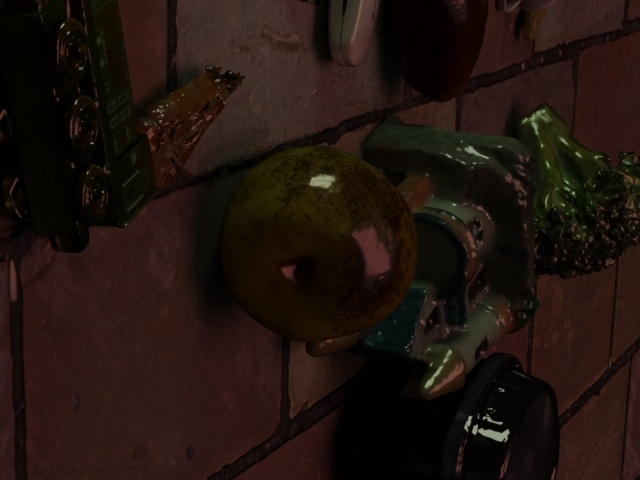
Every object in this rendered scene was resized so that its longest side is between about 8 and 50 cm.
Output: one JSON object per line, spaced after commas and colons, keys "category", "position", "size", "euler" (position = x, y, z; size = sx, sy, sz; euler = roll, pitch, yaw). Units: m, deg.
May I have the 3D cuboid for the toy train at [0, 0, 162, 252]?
{"category": "toy train", "position": [-0.198, -0.107, 1.251], "size": [0.137, 0.090, 0.225], "euler": [-53, 143, -56]}

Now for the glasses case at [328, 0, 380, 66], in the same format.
{"category": "glasses case", "position": [0.040, -0.286, 1.714], "size": [0.076, 0.049, 0.197], "euler": [3, 94, -74]}

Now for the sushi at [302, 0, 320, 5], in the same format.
{"category": "sushi", "position": [-0.008, -0.311, 1.638], "size": [0.120, 0.026, 0.126], "euler": [-3, 100, -63]}

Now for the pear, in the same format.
{"category": "pear", "position": [0.000, 0.000, 1.570], "size": [0.197, 0.197, 0.197], "euler": [-31, 125, -58]}

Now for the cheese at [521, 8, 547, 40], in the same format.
{"category": "cheese", "position": [0.307, -0.321, 2.278], "size": [0.044, 0.030, 0.083], "euler": [61, 38, -43]}

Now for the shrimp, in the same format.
{"category": "shrimp", "position": [-0.127, -0.108, 1.450], "size": [0.184, 0.043, 0.091], "euler": [-51, 149, -36]}

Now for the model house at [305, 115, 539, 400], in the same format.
{"category": "model house", "position": [0.101, 0.052, 1.804], "size": [0.325, 0.194, 0.267], "euler": [-43, 136, -47]}

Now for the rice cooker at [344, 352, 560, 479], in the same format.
{"category": "rice cooker", "position": [0.160, 0.261, 1.942], "size": [0.267, 0.224, 0.267], "euler": [-34, 129, -55]}

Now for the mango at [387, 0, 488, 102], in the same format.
{"category": "mango", "position": [0.138, -0.293, 1.844], "size": [0.133, 0.111, 0.267], "euler": [-23, 125, -36]}

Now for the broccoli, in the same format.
{"category": "broccoli", "position": [0.337, -0.062, 2.292], "size": [0.288, 0.248, 0.245], "euler": [10, 53, -55]}

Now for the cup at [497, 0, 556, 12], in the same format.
{"category": "cup", "position": [0.277, -0.367, 2.173], "size": [0.104, 0.074, 0.116], "euler": [-44, 141, -8]}
